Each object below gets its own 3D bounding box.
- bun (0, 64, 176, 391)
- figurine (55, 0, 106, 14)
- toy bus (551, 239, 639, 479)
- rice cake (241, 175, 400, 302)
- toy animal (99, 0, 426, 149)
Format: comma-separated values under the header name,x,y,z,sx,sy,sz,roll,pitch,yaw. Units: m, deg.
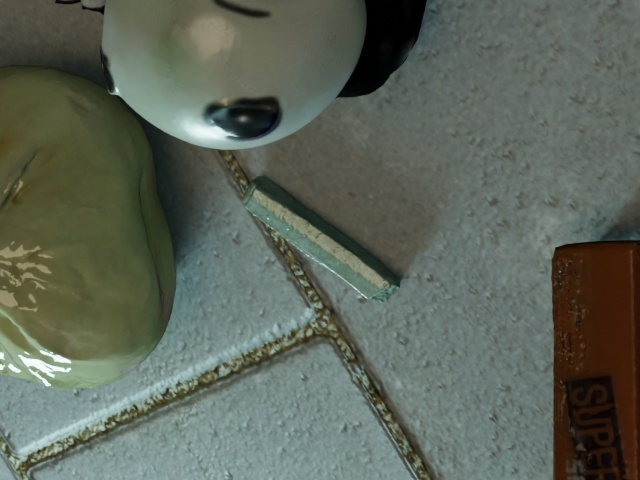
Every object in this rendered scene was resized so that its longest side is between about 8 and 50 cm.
name,x,y,z,sx,sy,sz,roll,pitch,yaw
bun,-0.307,0.001,1.211,0.361,0.213,0.361,8,115,19
figurine,-0.222,-0.310,1.105,0.137,0.112,0.229,20,132,28
toy bus,0.236,0.202,0.999,0.093,0.092,0.408,-4,83,37
rice cake,0.000,0.001,1.166,0.171,0.029,0.033,36,117,9
toy animal,-0.043,-0.188,0.969,0.213,0.267,0.212,10,111,27
